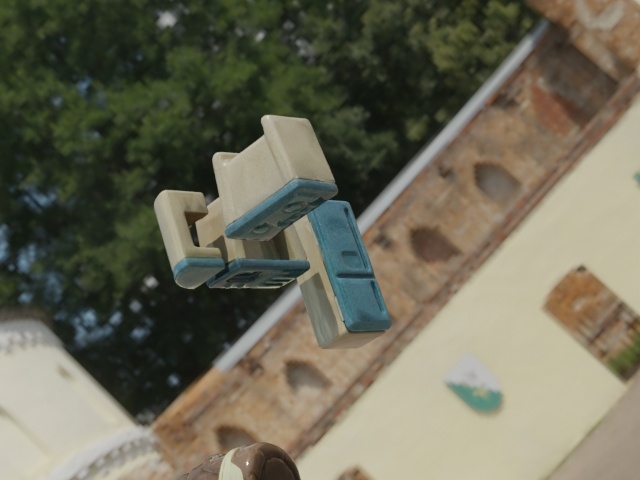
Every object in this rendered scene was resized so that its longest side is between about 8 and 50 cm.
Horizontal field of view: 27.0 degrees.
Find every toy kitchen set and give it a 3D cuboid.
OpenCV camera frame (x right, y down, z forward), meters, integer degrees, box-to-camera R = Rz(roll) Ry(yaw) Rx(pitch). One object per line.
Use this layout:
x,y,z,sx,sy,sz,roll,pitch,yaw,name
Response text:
0.000,0.000,1.021,0.207,0.122,0.166,2,-27,-47,toy kitchen set

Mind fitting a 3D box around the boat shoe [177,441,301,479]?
-0.053,0.265,0.860,0.095,0.257,0.095,-18,-29,27,boat shoe
